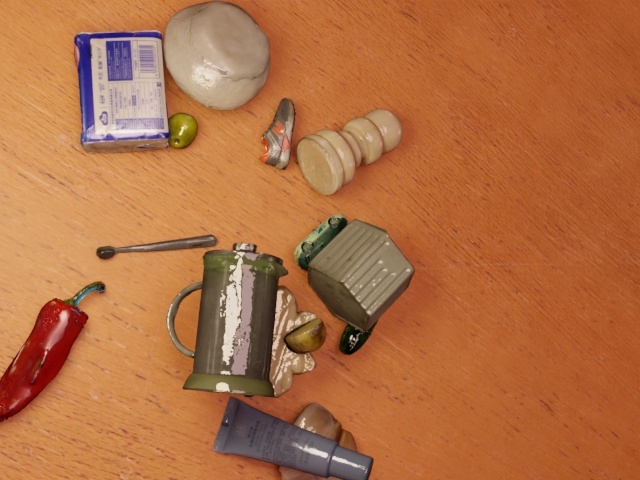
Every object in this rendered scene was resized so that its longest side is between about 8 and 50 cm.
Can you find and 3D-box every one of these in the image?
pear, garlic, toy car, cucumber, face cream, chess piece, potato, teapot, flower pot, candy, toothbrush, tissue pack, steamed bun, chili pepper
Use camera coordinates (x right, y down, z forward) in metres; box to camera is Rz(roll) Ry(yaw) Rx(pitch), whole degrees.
[{"bbox_3d":[-0.346,-0.274,1.859,0.092,0.092,0.097,33,30,-16],"label":"pear"},{"bbox_3d":[-0.003,0.551,1.881,0.217,0.110,0.228,43,68,-16],"label":"garlic"},{"bbox_3d":[0.000,0.000,1.980,0.186,0.058,0.093,-43,145,-23],"label":"toy car"},{"bbox_3d":[0.121,0.209,2.006,0.069,0.069,0.227,40,65,-14],"label":"cucumber"},{"bbox_3d":[-0.065,0.492,1.793,0.385,0.086,0.136,14,75,16],"label":"face cream"},{"bbox_3d":[0.098,-0.255,2.015,0.299,0.167,0.167,-31,95,-28],"label":"chess piece"},{"bbox_3d":[-0.023,0.231,1.769,0.096,0.103,0.066,-32,95,-19],"label":"potato"},{"bbox_3d":[-0.213,0.172,1.680,0.270,0.200,0.337,2,77,16],"label":"teapot"},{"bbox_3d":[0.101,0.091,1.929,0.189,0.209,0.239,-45,106,-21],"label":"flower pot"},{"bbox_3d":[-0.260,-0.453,1.866,0.295,0.185,0.296,8,64,-17],"label":"candy"},{"bbox_3d":[-0.392,0.015,1.828,0.297,0.030,0.030,-7,112,-26],"label":"toothbrush"},{"bbox_3d":[-0.466,-0.347,1.780,0.209,0.137,0.270,-6,83,-8],"label":"tissue pack"},{"bbox_3d":[-0.160,0.238,1.842,0.295,0.137,0.292,-33,97,-18],"label":"steamed bun"},{"bbox_3d":[-0.613,0.242,1.664,0.110,0.110,0.388,34,75,-16],"label":"chili pepper"}]

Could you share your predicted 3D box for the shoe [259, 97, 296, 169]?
[{"bbox_3d":[-0.114,-0.284,1.968,0.077,0.074,0.195,8,82,-17],"label":"shoe"}]
